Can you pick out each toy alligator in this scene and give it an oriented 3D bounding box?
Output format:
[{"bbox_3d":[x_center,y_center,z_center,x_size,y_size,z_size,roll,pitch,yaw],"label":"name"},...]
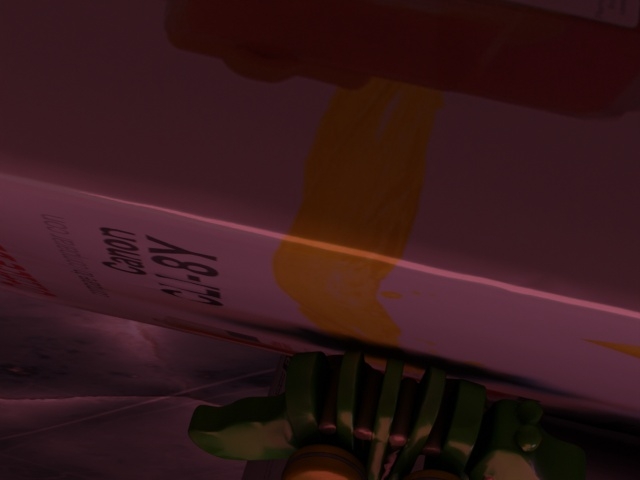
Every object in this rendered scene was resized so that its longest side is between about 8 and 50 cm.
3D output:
[{"bbox_3d":[0.050,0.069,0.559,0.190,0.056,0.051,12,130,3],"label":"toy alligator"}]

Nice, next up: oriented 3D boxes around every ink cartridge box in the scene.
[{"bbox_3d":[0.050,-0.035,0.584,0.385,0.160,0.279,13,170,1],"label":"ink cartridge box"}]

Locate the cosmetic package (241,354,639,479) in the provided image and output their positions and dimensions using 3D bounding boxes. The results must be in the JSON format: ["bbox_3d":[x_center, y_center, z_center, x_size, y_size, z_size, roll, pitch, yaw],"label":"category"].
[{"bbox_3d":[0.110,0.146,0.784,0.197,0.155,0.365,15,-172,-20],"label":"cosmetic package"}]
